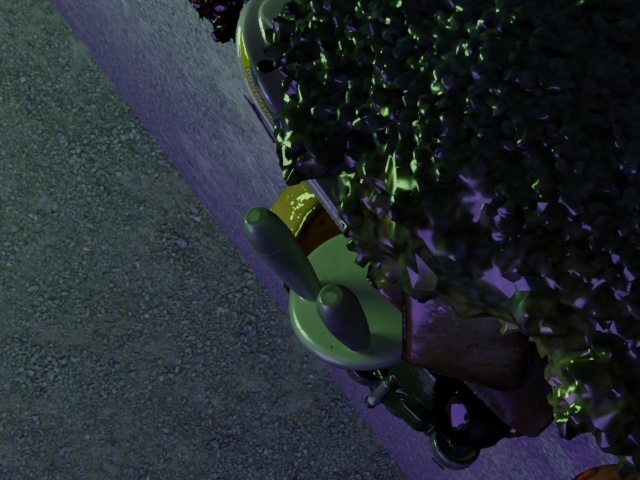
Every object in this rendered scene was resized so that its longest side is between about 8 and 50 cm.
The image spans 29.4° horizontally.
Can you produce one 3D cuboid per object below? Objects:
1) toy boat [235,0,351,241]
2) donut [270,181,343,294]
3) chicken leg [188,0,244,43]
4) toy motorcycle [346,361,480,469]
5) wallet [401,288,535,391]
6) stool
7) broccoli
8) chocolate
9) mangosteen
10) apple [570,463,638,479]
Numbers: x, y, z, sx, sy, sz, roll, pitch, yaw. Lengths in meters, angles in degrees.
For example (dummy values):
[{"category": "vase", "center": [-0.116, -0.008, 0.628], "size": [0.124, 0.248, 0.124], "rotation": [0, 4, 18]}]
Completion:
[{"category": "toy boat", "center": [0.029, -0.112, 1.132], "size": [0.269, 0.141, 0.141], "rotation": [59, 168, -30]}, {"category": "donut", "center": [-0.004, 0.000, 1.642], "size": [0.101, 0.152, 0.259], "rotation": [48, 170, 28]}, {"category": "chicken leg", "center": [-0.150, -0.321, 1.371], "size": [0.234, 0.063, 0.105], "rotation": [53, 166, -10]}, {"category": "toy motorcycle", "center": [0.148, 0.177, 1.703], "size": [0.275, 0.127, 0.205], "rotation": [42, 142, 7]}, {"category": "wallet", "center": [0.133, 0.029, 1.078], "size": [0.137, 0.031, 0.255], "rotation": [13, 131, 20]}, {"category": "stool", "center": [0.044, 0.026, 1.411], "size": [0.195, 0.195, 0.198], "rotation": [46, 165, 30]}, {"category": "broccoli", "center": [0.171, 0.009, 0.684], "size": [0.397, 0.275, 0.353], "rotation": [53, -160, -27]}, {"category": "chocolate", "center": [0.170, 0.073, 1.232], "size": [0.261, 0.083, 0.161], "rotation": [44, -153, -13]}, {"category": "mangosteen", "center": [0.214, 0.201, 1.522], "size": [0.151, 0.137, 0.137], "rotation": [14, 162, 9]}, {"category": "apple", "center": [0.335, 0.342, 1.317], "size": [0.209, 0.164, 0.209], "rotation": [49, 168, 14]}]
